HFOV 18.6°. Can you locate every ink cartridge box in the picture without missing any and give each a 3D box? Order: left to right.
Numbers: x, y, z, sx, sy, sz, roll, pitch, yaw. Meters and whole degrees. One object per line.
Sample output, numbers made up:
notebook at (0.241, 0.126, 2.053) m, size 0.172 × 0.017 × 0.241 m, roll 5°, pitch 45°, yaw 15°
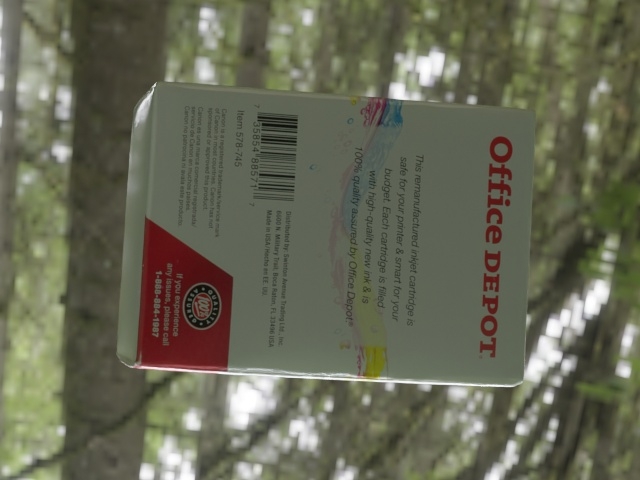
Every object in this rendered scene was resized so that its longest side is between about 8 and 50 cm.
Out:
ink cartridge box at (0.000, 0.000, 0.910) m, size 0.176 × 0.128 × 0.127 m, roll 4°, pitch 177°, yaw -9°
